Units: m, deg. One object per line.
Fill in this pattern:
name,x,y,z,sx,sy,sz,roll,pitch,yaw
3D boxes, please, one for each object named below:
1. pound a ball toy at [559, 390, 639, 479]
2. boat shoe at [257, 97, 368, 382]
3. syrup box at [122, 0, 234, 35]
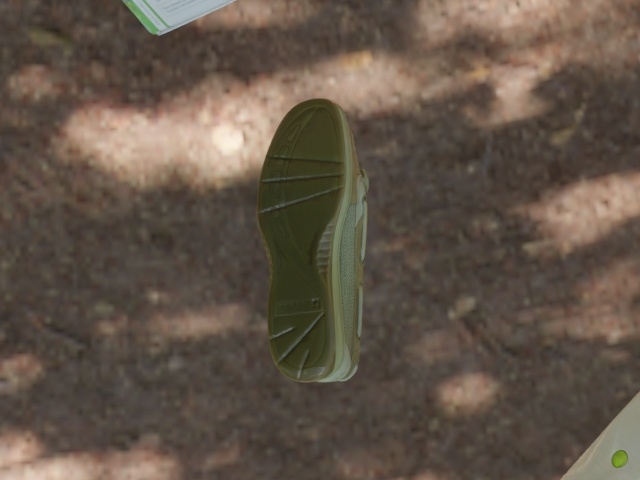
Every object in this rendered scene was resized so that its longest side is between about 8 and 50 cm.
pound a ball toy,0.240,0.234,1.165,0.319,0.136,0.208,-49,137,10
boat shoe,0.002,0.000,0.952,0.056,0.153,0.048,-6,173,30
syrup box,-0.113,-0.232,0.916,0.096,0.093,0.237,-17,126,41
